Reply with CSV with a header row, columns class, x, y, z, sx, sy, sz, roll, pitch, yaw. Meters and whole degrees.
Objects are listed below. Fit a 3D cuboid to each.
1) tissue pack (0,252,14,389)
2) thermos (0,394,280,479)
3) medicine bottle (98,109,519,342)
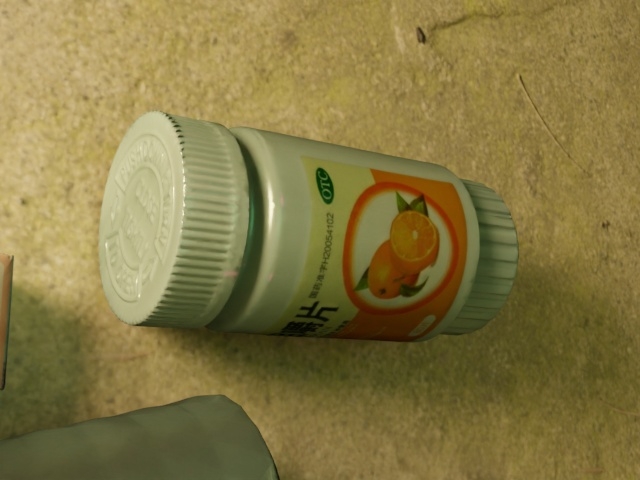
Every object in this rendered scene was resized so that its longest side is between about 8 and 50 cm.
class,x,y,z,sx,sy,sz,roll,pitch,yaw
tissue pack,-0.248,0.052,0.635,0.074,0.059,0.094,11,71,-35
thermos,-0.174,0.204,0.606,0.286,0.145,0.182,-7,115,-34
medicine bottle,0.000,0.000,0.765,0.318,0.158,0.158,6,74,-34
